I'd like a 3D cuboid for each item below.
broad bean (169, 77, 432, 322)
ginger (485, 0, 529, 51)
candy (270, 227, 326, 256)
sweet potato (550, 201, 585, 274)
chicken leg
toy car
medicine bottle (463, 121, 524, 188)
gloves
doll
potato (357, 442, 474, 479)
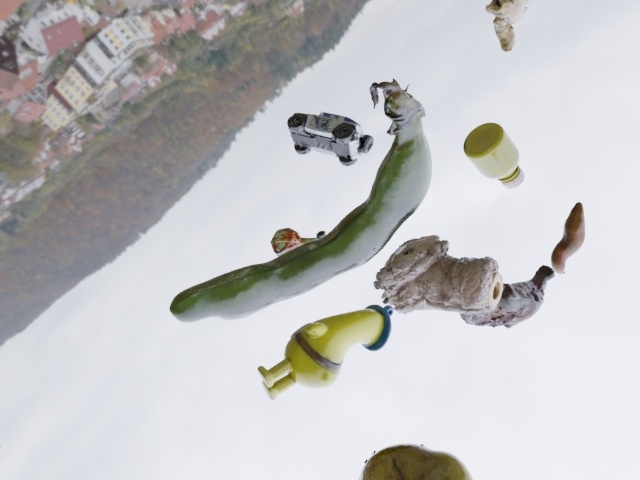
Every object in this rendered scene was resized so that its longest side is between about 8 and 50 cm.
[{"bbox_3d":[-0.003,-0.007,0.438,0.292,0.144,0.049,-42,-132,20],"label":"broad bean"},{"bbox_3d":[0.374,-0.460,0.955,0.089,0.075,0.288,-25,172,15],"label":"ginger"},{"bbox_3d":[0.000,0.001,1.360,0.288,0.078,0.084,-3,-122,6],"label":"candy"},{"bbox_3d":[0.642,-0.001,1.226,0.055,0.202,0.058,2,-155,-17],"label":"sweet potato"},{"bbox_3d":[0.255,0.073,0.652,0.053,0.205,0.093,-38,-128,49],"label":"chicken leg"},{"bbox_3d":[0.020,-0.203,0.927,0.171,0.080,0.070,17,-118,22],"label":"toy car"},{"bbox_3d":[0.514,-0.232,1.379,0.122,0.212,0.121,-29,-137,31],"label":"medicine bottle"},{"bbox_3d":[0.134,0.041,0.551,0.144,0.094,0.110,4,-166,18],"label":"gloves"},{"bbox_3d":[0.028,0.247,1.125,0.363,0.199,0.145,-27,-133,-19],"label":"doll"},{"bbox_3d":[0.156,0.467,0.880,0.300,0.140,0.172,-39,-126,51],"label":"potato"}]
